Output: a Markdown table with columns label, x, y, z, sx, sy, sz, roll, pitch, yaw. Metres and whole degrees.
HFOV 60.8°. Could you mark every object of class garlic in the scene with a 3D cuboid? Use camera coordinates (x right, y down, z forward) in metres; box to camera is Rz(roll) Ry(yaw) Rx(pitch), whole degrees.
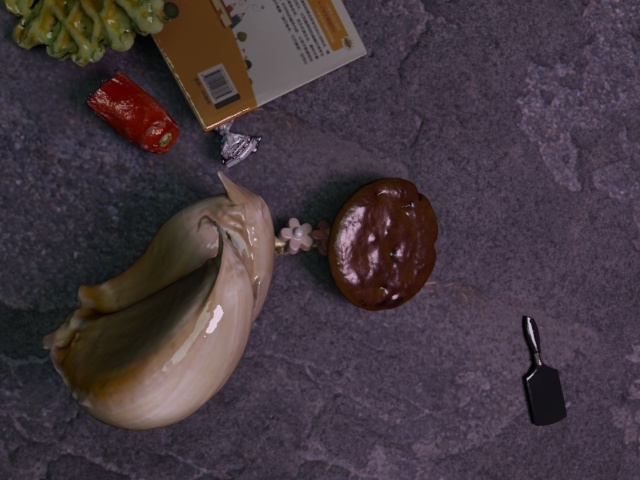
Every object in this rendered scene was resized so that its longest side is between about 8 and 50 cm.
| label | x | y | z | sx | sy | sz | roll | pitch | yaw |
| --- | --- | --- | --- | --- | --- | --- | --- | --- | --- |
| garlic | -0.185 | 0.084 | 0.708 | 0.312 | 0.286 | 0.250 | -27 | 89 | 8 |

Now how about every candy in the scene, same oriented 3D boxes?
| label | x | y | z | sx | sy | sz | roll | pitch | yaw |
| --- | --- | --- | --- | --- | --- | --- | --- | --- | --- |
| candy | -0.156 | -0.222 | 0.811 | 0.093 | 0.051 | 0.227 | -20 | 95 | -11 |

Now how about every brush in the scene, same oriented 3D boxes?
| label | x | y | z | sx | sy | sz | roll | pitch | yaw |
| --- | --- | --- | --- | --- | --- | --- | --- | --- | --- |
| brush | 0.377 | 0.222 | 0.936 | 0.062 | 0.016 | 0.194 | -13 | 95 | -10 |

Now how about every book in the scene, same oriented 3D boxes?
| label | x | y | z | sx | sy | sz | roll | pitch | yaw |
| --- | --- | --- | --- | --- | --- | --- | --- | --- | --- |
| book | -0.093 | -0.313 | 0.803 | 0.295 | 0.020 | 0.208 | -31 | 98 | -19 |

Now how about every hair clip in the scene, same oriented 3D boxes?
| label | x | y | z | sx | sy | sz | roll | pitch | yaw |
| --- | --- | --- | --- | --- | --- | --- | --- | --- | --- |
| hair clip | 0.001 | -0.003 | 0.845 | 0.213 | 0.056 | 0.063 | -6 | 60 | -9 |

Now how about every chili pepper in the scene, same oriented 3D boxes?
| label | x | y | z | sx | sy | sz | roll | pitch | yaw |
| --- | --- | --- | --- | --- | --- | --- | --- | --- | --- |
| chili pepper | -0.266 | -0.176 | 0.785 | 0.123 | 0.073 | 0.070 | 40 | 127 | -7 |

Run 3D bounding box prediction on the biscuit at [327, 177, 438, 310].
| label | x | y | z | sx | sy | sz | roll | pitch | yaw |
| --- | --- | --- | --- | --- | --- | --- | --- | --- | --- |
| biscuit | 0.101 | 0.006 | 0.835 | 0.212 | 0.036 | 0.212 | -4 | 98 | -32 |

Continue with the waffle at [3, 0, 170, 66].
| label | x | y | z | sx | sy | sz | roll | pitch | yaw |
| --- | --- | --- | --- | --- | --- | --- | --- | --- | --- |
| waffle | -0.314 | -0.392 | 0.709 | 0.297 | 0.073 | 0.318 | 2 | 105 | 27 |
